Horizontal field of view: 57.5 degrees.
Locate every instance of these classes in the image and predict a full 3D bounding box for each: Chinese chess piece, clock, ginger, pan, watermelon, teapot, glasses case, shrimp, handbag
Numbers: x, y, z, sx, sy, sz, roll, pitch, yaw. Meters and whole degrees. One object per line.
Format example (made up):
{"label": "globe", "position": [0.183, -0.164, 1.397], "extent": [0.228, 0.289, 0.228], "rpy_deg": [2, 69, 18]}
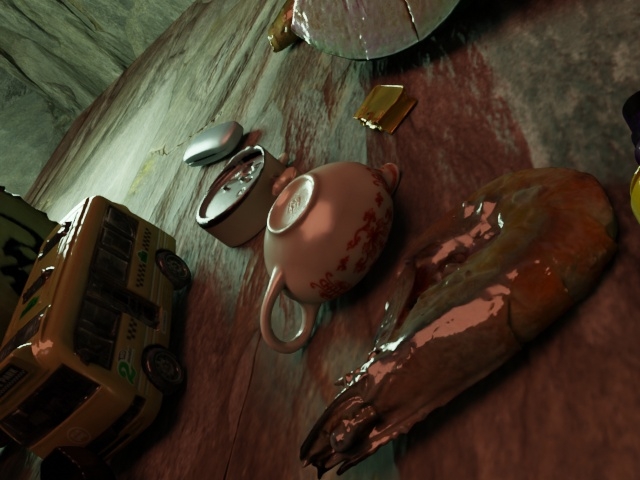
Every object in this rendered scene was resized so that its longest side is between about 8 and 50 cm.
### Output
{"label": "Chinese chess piece", "position": [-0.507, 0.069, 0.937], "extent": [0.146, 0.349, 0.349], "rpy_deg": [-41, 31, 8]}
{"label": "clock", "position": [-0.118, -0.071, 0.876], "extent": [0.229, 0.063, 0.155], "rpy_deg": [-14, 47, 44]}
{"label": "ginger", "position": [-0.045, -0.470, 1.207], "extent": [0.190, 0.069, 0.095], "rpy_deg": [-57, 6, -9]}
{"label": "pan", "position": [-0.282, 0.309, 0.665], "extent": [0.202, 0.048, 0.128], "rpy_deg": [-41, 68, 34]}
{"label": "watermelon", "position": [0.135, -0.396, 0.782], "extent": [0.292, 0.319, 0.222], "rpy_deg": [34, 50, 23]}
{"label": "teapot", "position": [0.000, 0.000, 0.616], "extent": [0.159, 0.116, 0.245], "rpy_deg": [18, 77, 46]}
{"label": "glasses case", "position": [-0.211, -0.187, 1.140], "extent": [0.179, 0.045, 0.067], "rpy_deg": [-7, 52, 49]}
{"label": "shrimp", "position": [0.091, 0.054, 0.467], "extent": [0.317, 0.062, 0.164], "rpy_deg": [-45, 26, 2]}
{"label": "handbag", "position": [0.081, -0.171, 0.755], "extent": [0.061, 0.027, 0.083], "rpy_deg": [-53, 28, -2]}

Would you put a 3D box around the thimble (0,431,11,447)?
{"label": "thimble", "position": [-0.678, 0.253, 0.938], "extent": [0.350, 0.350, 0.230], "rpy_deg": [-38, 67, 21]}

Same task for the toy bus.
{"label": "toy bus", "position": [-0.310, 0.110, 0.798], "extent": [0.177, 0.202, 0.365], "rpy_deg": [-40, 33, 17]}

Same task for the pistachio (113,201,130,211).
{"label": "pistachio", "position": [-0.440, 0.017, 1.166], "extent": [0.200, 0.117, 0.145], "rpy_deg": [-57, -8, 10]}

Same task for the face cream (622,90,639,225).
{"label": "face cream", "position": [0.229, -0.002, 0.323], "extent": [0.078, 0.078, 0.273], "rpy_deg": [-32, 35, 29]}
